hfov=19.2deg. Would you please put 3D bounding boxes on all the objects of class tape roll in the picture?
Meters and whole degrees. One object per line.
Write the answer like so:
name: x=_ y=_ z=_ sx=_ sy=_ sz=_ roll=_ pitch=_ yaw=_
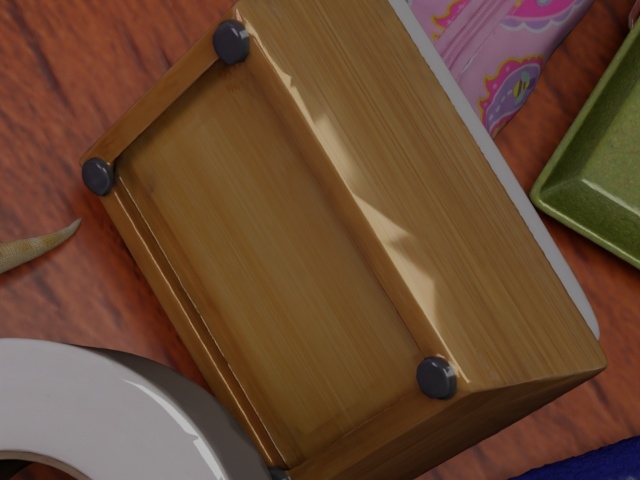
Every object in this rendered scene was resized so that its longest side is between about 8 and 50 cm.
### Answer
tape roll: x=-0.146 y=0.175 z=1.004 sx=0.246 sy=0.169 sz=0.246 roll=0 pitch=86 yaw=4

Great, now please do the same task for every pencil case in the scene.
pencil case: x=0.118 y=-0.171 z=1.206 sx=0.124 sy=0.124 sz=0.284 roll=38 pitch=73 yaw=0

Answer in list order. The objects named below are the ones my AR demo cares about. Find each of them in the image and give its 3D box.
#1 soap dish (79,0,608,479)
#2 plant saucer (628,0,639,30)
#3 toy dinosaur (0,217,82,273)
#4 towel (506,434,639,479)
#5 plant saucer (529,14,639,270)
soap dish: x=0.000 y=0.000 z=1.080 sx=0.118 sy=0.229 sz=0.291 roll=-26 pitch=82 yaw=-44
plant saucer: x=0.365 y=-0.171 z=1.292 sx=0.258 sy=0.048 sz=0.259 roll=32 pitch=73 yaw=-2
toy dinosaur: x=-0.225 y=0.026 z=1.119 sx=0.183 sy=0.053 sz=0.093 roll=-7 pitch=76 yaw=-13
towel: x=0.283 y=0.211 z=1.158 sx=0.308 sy=0.076 sz=0.228 roll=-16 pitch=72 yaw=-13
plant saucer: x=0.259 y=-0.060 z=1.215 sx=0.188 sy=0.045 sz=0.188 roll=31 pitch=101 yaw=-2
